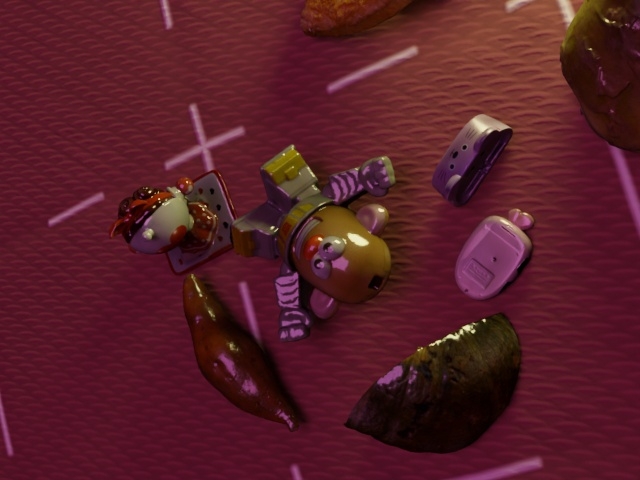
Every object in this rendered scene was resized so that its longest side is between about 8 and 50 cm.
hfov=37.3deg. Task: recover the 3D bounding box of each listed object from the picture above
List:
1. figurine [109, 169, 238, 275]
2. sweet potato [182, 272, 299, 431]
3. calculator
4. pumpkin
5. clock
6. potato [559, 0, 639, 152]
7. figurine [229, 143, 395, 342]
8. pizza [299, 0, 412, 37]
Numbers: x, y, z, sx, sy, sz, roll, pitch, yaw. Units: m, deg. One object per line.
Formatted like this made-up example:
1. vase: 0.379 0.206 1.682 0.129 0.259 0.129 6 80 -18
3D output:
1. figurine: -0.293 -0.033 1.732 0.184 0.226 0.160 -28 76 26
2. sweet potato: -0.164 0.216 1.722 0.359 0.112 0.112 46 110 19
3. calculator: 0.280 0.021 1.522 0.103 0.024 0.165 40 108 24
4. pumpkin: 0.180 0.254 1.487 0.312 0.169 0.148 -47 65 20
5. clock: 0.233 -0.129 1.503 0.050 0.110 0.152 39 107 23
6. potato: 0.457 -0.282 1.337 0.246 0.196 0.299 39 109 26
7. figurine: 0.001 -0.001 1.594 0.285 0.167 0.342 40 129 32
8. pizza: 0.086 -0.494 1.607 0.280 0.075 0.287 0 81 47
